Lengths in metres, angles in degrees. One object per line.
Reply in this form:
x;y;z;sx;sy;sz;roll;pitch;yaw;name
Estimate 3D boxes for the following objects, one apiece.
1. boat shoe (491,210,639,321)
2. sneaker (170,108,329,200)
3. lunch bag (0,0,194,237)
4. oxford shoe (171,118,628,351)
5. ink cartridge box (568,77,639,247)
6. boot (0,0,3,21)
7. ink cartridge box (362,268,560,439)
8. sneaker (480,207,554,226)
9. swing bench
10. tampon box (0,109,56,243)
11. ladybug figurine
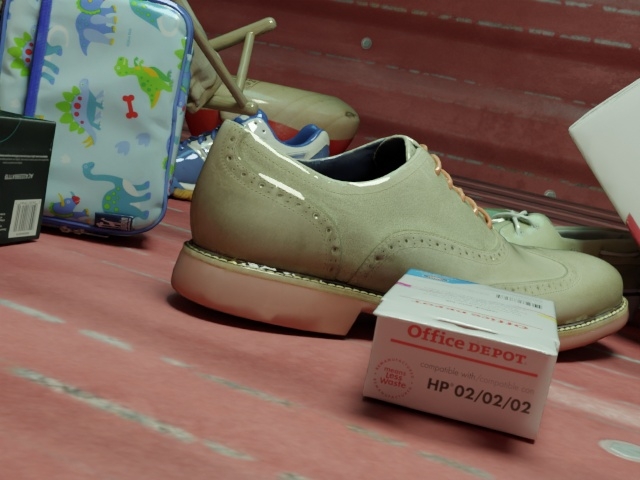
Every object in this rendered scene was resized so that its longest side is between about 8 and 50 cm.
0.192;0.017;1.007;0.302;0.094;0.109;7;9;-31;boat shoe
-0.126;-0.115;1.355;0.296;0.131;0.112;6;12;-28;sneaker
-0.210;-0.116;0.927;0.176;0.219;0.090;11;2;-8;lunch bag
0.090;-0.001;0.802;0.397;0.146;0.140;7;9;-29;oxford shoe
0.385;-0.031;1.021;0.306;0.131;0.226;12;47;-63;ink cartridge box
-0.359;-0.218;1.158;0.377;0.138;0.284;28;-22;8;boot
0.088;0.067;0.635;0.104;0.061;0.181;13;8;11;ink cartridge box
0.263;0.000;1.324;0.192;0.064;0.086;16;4;10;sneaker
-0.225;-0.276;1.272;0.254;0.165;0.253;-3;-32;22;swing bench
-0.315;-0.062;0.822;0.161;0.101;0.120;13;8;16;tampon box
-0.094;-0.200;1.860;0.305;0.162;0.449;14;8;17;ladybug figurine
